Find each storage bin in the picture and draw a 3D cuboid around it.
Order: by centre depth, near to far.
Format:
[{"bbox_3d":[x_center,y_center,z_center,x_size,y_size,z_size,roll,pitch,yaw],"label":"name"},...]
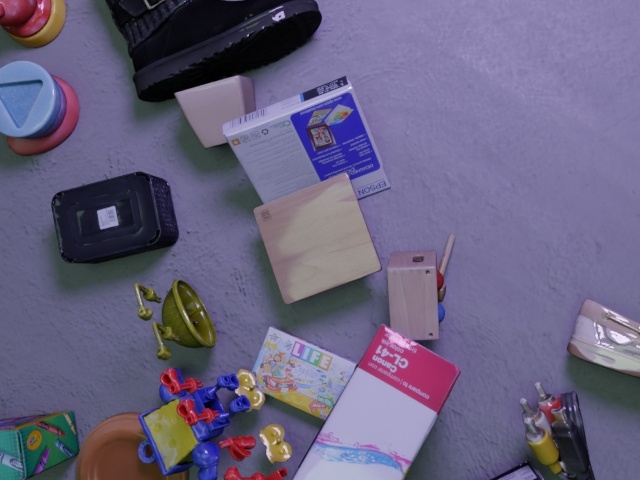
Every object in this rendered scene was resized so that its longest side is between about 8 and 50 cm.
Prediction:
[{"bbox_3d":[-0.343,-0.035,1.215,0.180,0.084,0.122,-13,85,10],"label":"storage bin"}]

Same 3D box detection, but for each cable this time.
[{"bbox_3d":[0.369,0.343,1.074,0.072,0.139,0.287,-13,106,33],"label":"cable"}]

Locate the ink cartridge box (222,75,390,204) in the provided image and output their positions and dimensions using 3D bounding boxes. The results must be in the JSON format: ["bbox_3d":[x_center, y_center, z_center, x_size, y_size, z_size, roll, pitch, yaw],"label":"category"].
[{"bbox_3d":[-0.016,-0.131,1.134,0.206,0.208,0.045,-20,41,8],"label":"ink cartridge box"}]

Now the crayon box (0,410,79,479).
[{"bbox_3d":[-0.569,0.350,1.197,0.278,0.165,0.081,-9,86,10],"label":"crayon box"}]

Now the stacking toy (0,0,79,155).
[{"bbox_3d":[-0.577,-0.299,1.246,0.279,0.130,0.309,-14,85,9],"label":"stacking toy"}]

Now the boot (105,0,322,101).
[{"bbox_3d":[-0.193,-0.403,1.179,0.348,0.131,0.260,-18,84,10],"label":"boot"}]

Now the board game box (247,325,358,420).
[{"bbox_3d":[-0.030,0.216,1.174,0.154,0.026,0.103,22,91,11],"label":"board game box"}]

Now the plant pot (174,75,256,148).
[{"bbox_3d":[-0.160,-0.206,1.183,0.109,0.109,0.096,-13,98,9],"label":"plant pot"}]

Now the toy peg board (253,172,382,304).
[{"bbox_3d":[0.000,0.000,1.153,0.161,0.079,0.161,-21,82,9],"label":"toy peg board"}]

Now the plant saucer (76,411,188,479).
[{"bbox_3d":[-0.322,0.392,1.215,0.200,0.037,0.200,0,87,10],"label":"plant saucer"}]

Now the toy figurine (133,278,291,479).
[{"bbox_3d":[-0.234,0.265,1.129,0.217,0.191,0.362,-39,71,21],"label":"toy figurine"}]

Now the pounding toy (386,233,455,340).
[{"bbox_3d":[0.158,0.067,1.104,0.100,0.141,0.130,-2,101,10],"label":"pounding toy"}]

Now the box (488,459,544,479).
[{"bbox_3d":[0.231,0.501,1.051,0.307,0.076,0.242,-28,94,2],"label":"box"}]

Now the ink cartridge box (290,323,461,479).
[{"bbox_3d":[0.059,0.292,1.016,0.131,0.226,0.306,31,75,9],"label":"ink cartridge box"}]

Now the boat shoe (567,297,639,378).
[{"bbox_3d":[0.517,0.163,1.038,0.302,0.109,0.098,17,92,16],"label":"boat shoe"}]
